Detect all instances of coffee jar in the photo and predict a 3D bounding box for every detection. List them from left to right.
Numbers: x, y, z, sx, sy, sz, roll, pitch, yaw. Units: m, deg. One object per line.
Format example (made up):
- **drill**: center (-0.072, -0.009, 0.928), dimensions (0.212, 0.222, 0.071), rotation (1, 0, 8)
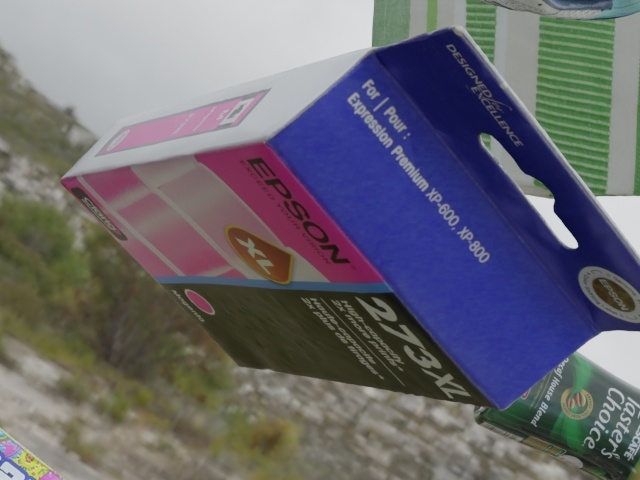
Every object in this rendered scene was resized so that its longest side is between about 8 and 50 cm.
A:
- **coffee jar**: center (0.229, 0.151, 1.073), dimensions (0.184, 0.096, 0.079), rotation (27, -16, 0)

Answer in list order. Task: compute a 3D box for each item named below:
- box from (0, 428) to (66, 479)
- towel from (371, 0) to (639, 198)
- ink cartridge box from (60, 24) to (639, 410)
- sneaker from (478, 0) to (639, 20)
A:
- **box**: center (-0.231, 0.237, 0.660), dimensions (0.290, 0.279, 0.177), rotation (47, -25, -26)
- **towel**: center (0.181, -0.159, 1.202), dimensions (0.324, 0.248, 0.038), rotation (4, 2, 41)
- **ink cartridge box**: center (0.000, 0.000, 0.657), dimensions (0.176, 0.069, 0.371), rotation (49, -24, -19)
- **sneaker**: center (0.118, -0.217, 0.898), dimensions (0.283, 0.110, 0.122), rotation (5, 15, -18)
